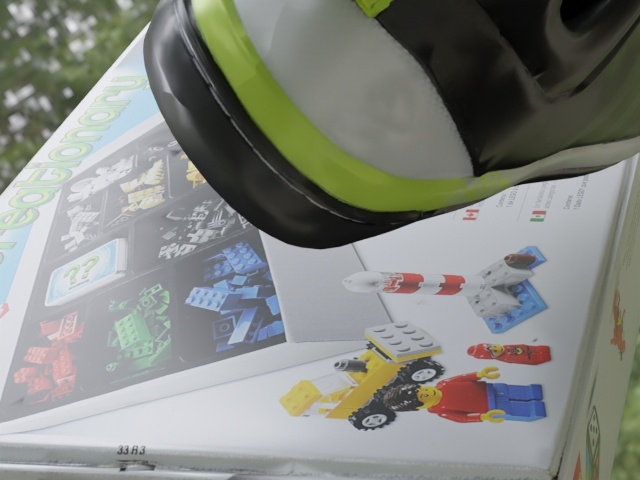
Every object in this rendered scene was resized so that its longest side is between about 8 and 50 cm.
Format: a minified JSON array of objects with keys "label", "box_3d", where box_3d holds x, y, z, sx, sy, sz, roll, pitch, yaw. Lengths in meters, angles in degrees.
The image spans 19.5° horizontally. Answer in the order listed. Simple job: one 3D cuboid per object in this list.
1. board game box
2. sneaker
[{"label":"board game box","box_3d":[0.000,0.000,0.562,0.305,0.193,0.053,-62,-31,-58]},{"label":"sneaker","box_3d":[0.059,-0.063,0.404,0.097,0.084,0.234,-40,-3,34]}]
